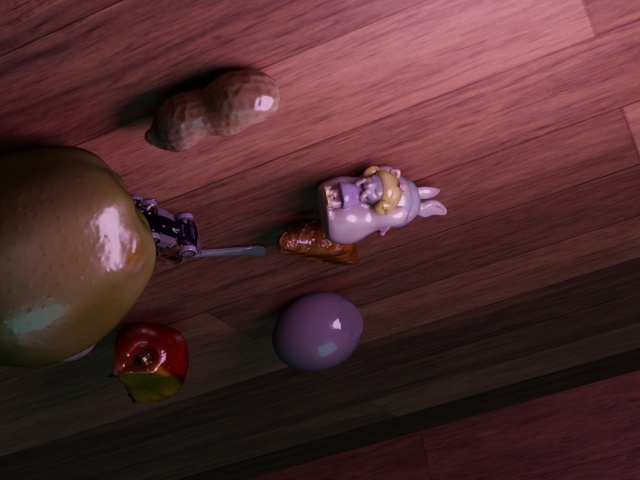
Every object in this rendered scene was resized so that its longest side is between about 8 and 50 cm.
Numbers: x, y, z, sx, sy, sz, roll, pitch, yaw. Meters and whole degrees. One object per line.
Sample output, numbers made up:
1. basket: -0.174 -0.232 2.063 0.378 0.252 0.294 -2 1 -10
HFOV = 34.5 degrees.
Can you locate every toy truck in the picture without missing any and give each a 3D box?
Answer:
1. toy truck: -0.310 -0.016 1.861 0.092 0.083 0.192 -28 148 32

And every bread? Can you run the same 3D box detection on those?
1. bread: 0.000 0.000 2.019 0.104 0.076 0.233 -15 164 37

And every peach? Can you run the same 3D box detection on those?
1. peach: -0.374 0.275 2.344 0.153 0.159 0.267 0 153 4

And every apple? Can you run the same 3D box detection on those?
1. apple: -0.433 0.021 1.607 0.357 0.357 0.357 -8 154 -4

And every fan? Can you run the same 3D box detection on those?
1. fan: -0.203 0.022 2.058 0.193 0.016 0.038 -2 151 -19

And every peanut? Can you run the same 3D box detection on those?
1. peanut: -0.167 -0.191 1.553 0.227 0.086 0.104 -17 157 16

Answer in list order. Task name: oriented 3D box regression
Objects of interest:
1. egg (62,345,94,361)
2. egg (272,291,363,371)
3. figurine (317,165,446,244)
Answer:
1. egg: -0.524 0.159 2.065 0.151 0.151 0.209 -12 146 4
2. egg: -0.012 0.211 2.331 0.176 0.176 0.232 13 145 -40
3. figurine: 0.117 -0.076 1.867 0.235 0.127 0.155 -13 145 -7
